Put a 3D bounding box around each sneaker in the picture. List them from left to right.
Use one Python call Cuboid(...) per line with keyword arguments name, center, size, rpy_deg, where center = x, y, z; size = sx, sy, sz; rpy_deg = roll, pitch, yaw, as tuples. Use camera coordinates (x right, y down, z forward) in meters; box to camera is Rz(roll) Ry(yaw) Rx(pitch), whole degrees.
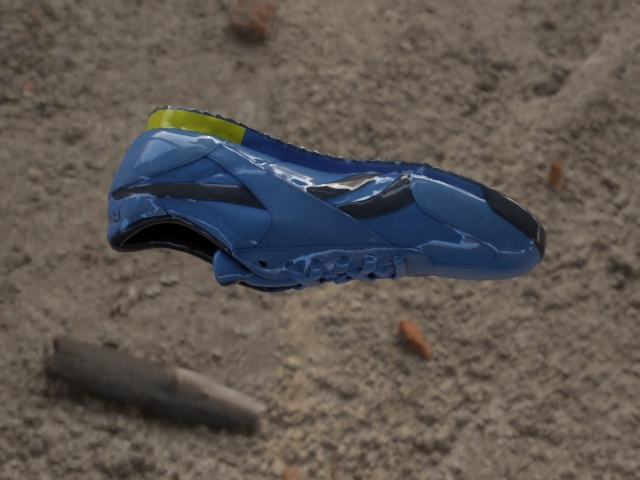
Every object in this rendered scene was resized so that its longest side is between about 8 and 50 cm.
Cuboid(name="sneaker", center=(0.000, 0.000, 0.608), size=(0.209, 0.069, 0.082), rpy_deg=(14, 64, 7))
